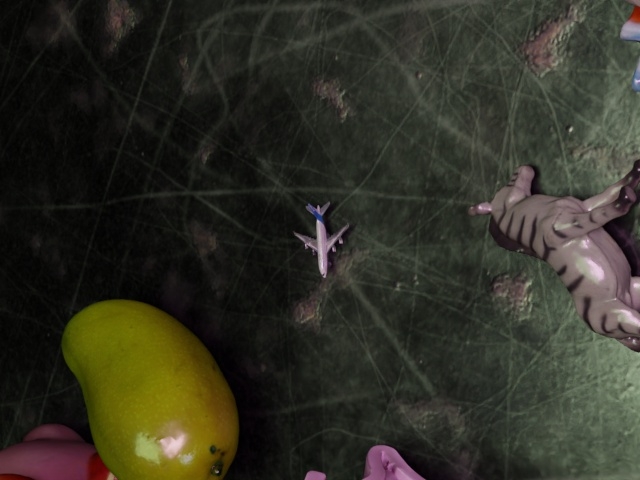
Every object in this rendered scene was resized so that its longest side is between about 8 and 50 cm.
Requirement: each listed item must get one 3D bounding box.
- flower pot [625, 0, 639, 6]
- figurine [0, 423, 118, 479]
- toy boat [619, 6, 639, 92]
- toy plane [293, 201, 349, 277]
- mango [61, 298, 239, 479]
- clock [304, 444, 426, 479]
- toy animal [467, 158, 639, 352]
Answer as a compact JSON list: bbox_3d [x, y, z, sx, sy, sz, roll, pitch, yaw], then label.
[{"bbox_3d":[0.364,-0.319,0.717,0.367,0.164,0.254,-13,46,39],"label":"flower pot"},{"bbox_3d":[-0.354,0.361,1.330,0.261,0.269,0.211,-4,96,47],"label":"figurine"},{"bbox_3d":[0.388,-0.103,0.774,0.331,0.145,0.133,26,108,40],"label":"toy boat"},{"bbox_3d":[0.001,-0.001,1.161,0.077,0.024,0.084,-9,93,37],"label":"toy plane"},{"bbox_3d":[-0.206,0.183,1.250,0.175,0.143,0.293,-36,59,-10],"label":"mango"},{"bbox_3d":[0.109,0.295,1.005,0.290,0.275,0.080,-133,51,-69],"label":"clock"},{"bbox_3d":[0.241,0.015,0.946,0.176,0.073,0.217,-37,76,48],"label":"toy animal"}]
